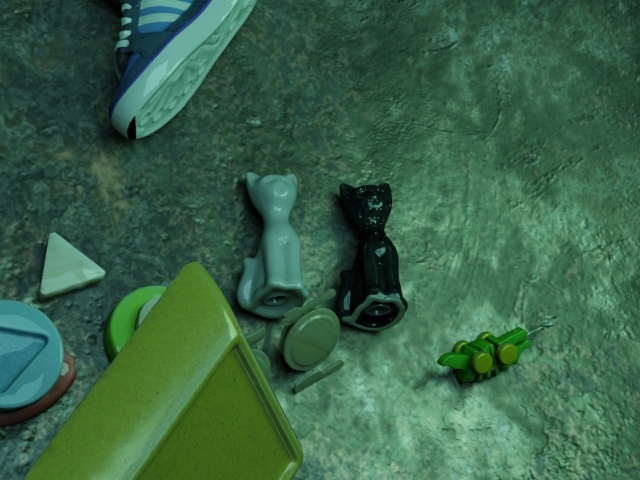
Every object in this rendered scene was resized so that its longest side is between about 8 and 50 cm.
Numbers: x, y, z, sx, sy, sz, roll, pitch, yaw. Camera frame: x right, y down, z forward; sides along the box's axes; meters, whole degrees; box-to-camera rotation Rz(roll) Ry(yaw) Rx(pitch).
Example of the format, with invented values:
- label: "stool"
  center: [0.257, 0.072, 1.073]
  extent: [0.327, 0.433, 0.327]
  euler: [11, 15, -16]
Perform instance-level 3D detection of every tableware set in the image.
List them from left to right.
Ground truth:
- label: "tableware set"
  center: [-0.061, 0.140, 1.871]
  extent: [0.194, 0.128, 0.039]
  euler: [-28, 41, -27]

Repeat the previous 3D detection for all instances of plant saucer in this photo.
- label: "plant saucer"
  center: [-0.141, 0.250, 1.666]
  extent: [0.081, 0.332, 0.333]
  euler: [12, 53, 34]

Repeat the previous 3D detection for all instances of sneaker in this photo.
- label: "sneaker"
  center: [-0.249, -0.302, 2.013]
  extent: [0.236, 0.130, 0.322]
  euler: [31, 64, 9]

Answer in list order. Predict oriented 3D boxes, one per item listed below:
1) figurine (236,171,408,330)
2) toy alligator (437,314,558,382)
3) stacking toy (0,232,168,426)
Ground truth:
- label: "figurine"
  center: [0.000, 0.000, 1.969]
  extent: [0.215, 0.092, 0.209]
  euler: [7, 56, -14]
- label: "toy alligator"
  center: [0.236, 0.148, 1.989]
  extent: [0.190, 0.056, 0.051]
  euler: [-17, 114, -26]
- label: "stacking toy"
  center: [-0.267, 0.126, 1.786]
  extent: [0.309, 0.130, 0.279]
  euler: [29, 60, -4]
